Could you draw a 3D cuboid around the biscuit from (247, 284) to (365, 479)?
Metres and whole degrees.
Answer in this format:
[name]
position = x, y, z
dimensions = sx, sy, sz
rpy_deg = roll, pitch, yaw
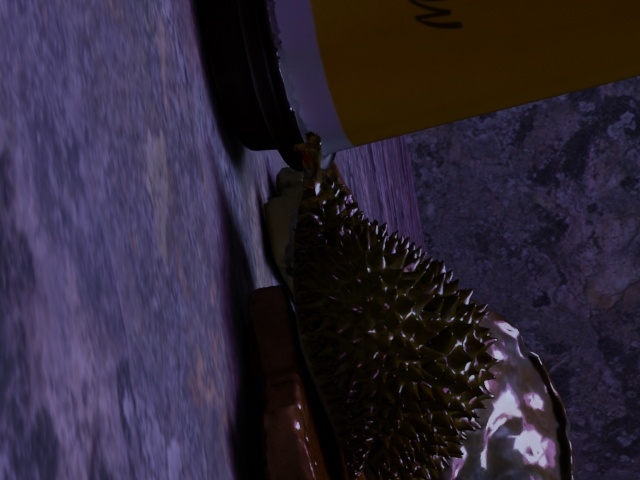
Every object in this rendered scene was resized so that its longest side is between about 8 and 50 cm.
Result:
[biscuit]
position = -0.005, 0.118, 1.091
dimensions = 0.280, 0.043, 0.183
rpy_deg = 63, 15, -82

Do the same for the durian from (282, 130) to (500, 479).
[durian]
position = 0.035, 0.033, 1.072
dimensions = 0.146, 0.102, 0.208
rpy_deg = -69, 139, -73

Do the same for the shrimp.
[shrimp]
position = 0.087, 0.247, 1.332
dimensions = 0.221, 0.110, 0.446
rpy_deg = 12, 70, -39

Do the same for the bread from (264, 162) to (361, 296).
[bread]
position = 0.000, 0.000, 1.310
dimensions = 0.226, 0.049, 0.088
rpy_deg = 62, 21, -72

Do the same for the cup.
[cup]
position = 0.072, -0.147, 1.117
dimensions = 0.196, 0.279, 0.196
rpy_deg = -7, 90, -79
